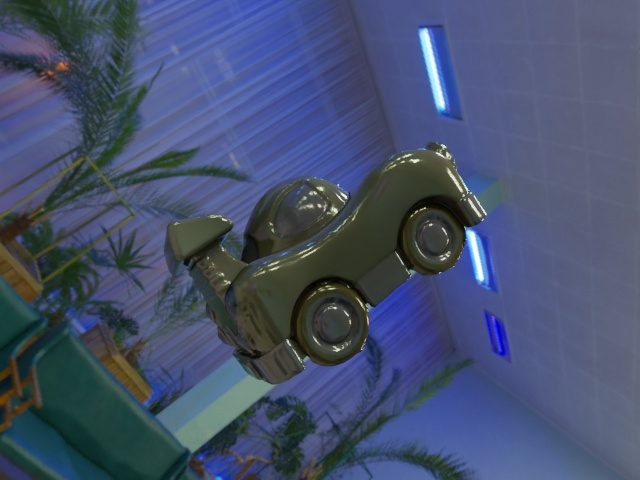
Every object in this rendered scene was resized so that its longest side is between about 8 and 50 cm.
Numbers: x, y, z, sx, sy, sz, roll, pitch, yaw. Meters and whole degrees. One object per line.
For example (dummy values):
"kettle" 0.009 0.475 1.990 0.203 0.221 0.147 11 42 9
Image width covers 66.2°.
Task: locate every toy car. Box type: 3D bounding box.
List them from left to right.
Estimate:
"toy car" 0.000 0.000 0.621 0.226 0.336 0.242 53 -21 -3
